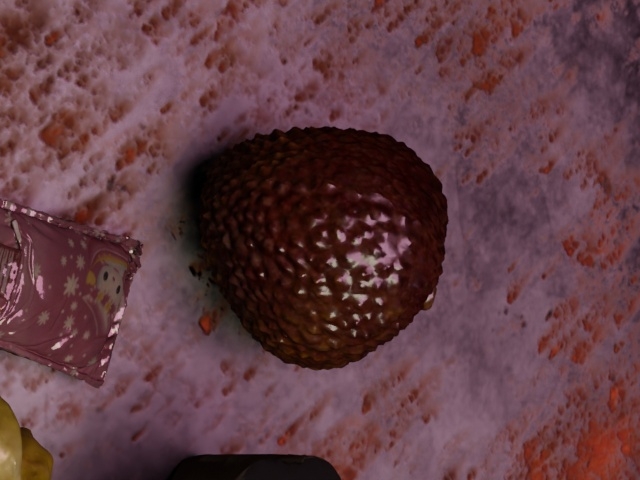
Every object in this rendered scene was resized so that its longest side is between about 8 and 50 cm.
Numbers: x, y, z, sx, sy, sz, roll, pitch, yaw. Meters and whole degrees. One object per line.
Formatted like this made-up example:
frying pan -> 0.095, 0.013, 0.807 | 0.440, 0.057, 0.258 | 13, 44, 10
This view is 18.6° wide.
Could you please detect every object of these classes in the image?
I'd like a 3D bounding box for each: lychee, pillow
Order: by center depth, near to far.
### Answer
pillow -> -0.210, 0.028, 1.362 | 0.185, 0.043, 0.118 | 26, 72, -40
lychee -> 0.007, 0.000, 1.449 | 0.194, 0.194, 0.194 | -1, 92, -39

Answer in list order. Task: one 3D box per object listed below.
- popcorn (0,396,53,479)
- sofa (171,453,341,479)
popcorn -> -0.288, 0.191, 1.197 | 0.286, 0.252, 0.215 | -11, 139, -35
sofa -> -0.095, 0.267, 1.377 | 0.182, 0.200, 0.258 | 41, 67, -20
